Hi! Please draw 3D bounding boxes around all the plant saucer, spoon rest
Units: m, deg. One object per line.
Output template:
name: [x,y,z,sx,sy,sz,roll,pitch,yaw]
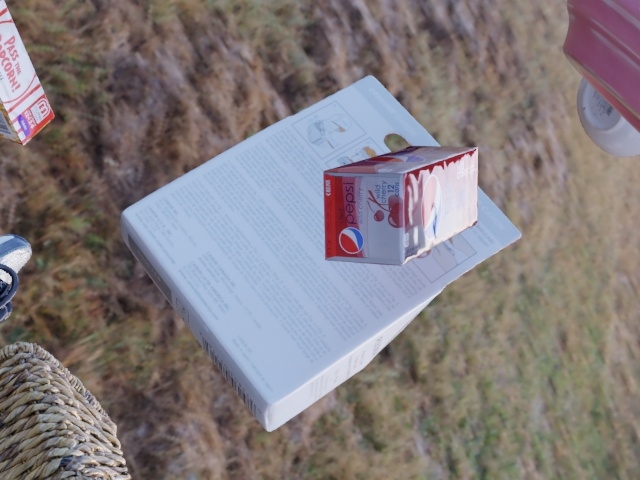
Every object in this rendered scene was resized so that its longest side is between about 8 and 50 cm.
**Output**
plant saucer: [0.331,-0.111,0.973,0.332,0.084,0.332,40,13,-11]
spoon rest: [0.402,-0.218,1.343,0.084,0.276,0.137,-12,57,-30]

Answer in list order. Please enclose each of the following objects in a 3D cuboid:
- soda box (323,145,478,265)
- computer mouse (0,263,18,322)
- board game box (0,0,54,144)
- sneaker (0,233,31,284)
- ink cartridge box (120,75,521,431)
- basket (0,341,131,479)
soda box: [0.090,-0.043,1.139,0.263,0.083,0.092,-22,113,-65]
computer mouse: [-0.354,-0.004,0.760,0.184,0.060,0.262,-35,81,-35]
board game box: [-0.333,-0.169,0.940,0.045,0.193,0.147,-51,145,-33]
sneaker: [-0.501,0.120,1.588,0.122,0.283,0.110,34,-12,22]
ink cartridge box: [0.000,0.000,1.349,0.308,0.385,0.091,50,-23,22]
basket: [-0.425,0.304,1.482,0.223,0.299,0.213,61,8,23]
